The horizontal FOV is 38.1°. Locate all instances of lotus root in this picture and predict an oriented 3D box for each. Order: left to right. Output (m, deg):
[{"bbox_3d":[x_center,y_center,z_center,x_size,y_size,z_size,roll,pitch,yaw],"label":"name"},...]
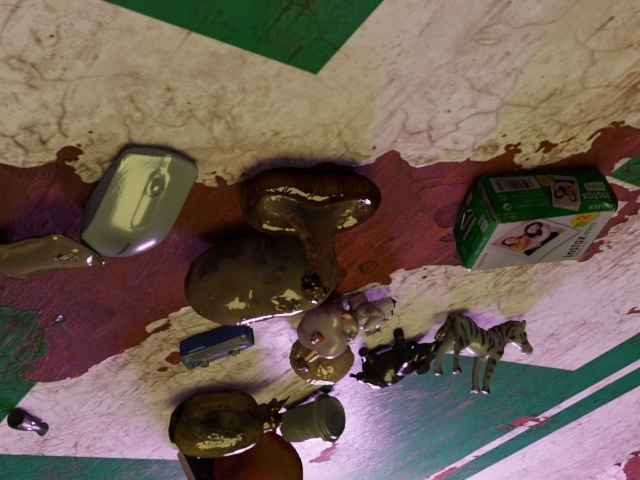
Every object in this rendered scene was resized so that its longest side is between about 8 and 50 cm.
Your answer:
[{"bbox_3d":[-0.199,0.407,2.061,0.278,0.154,0.154,-9,149,-9],"label":"lotus root"}]

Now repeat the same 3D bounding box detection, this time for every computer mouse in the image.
[{"bbox_3d":[-0.272,-0.047,1.369,0.128,0.079,0.231,7,140,-35],"label":"computer mouse"}]

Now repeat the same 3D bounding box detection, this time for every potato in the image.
[{"bbox_3d":[-0.097,0.061,1.542,0.262,0.165,0.165,-10,150,12],"label":"potato"}]

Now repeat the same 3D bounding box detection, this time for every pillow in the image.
[{"bbox_3d":[-0.441,0.026,1.419,0.217,0.033,0.130,-9,151,26],"label":"pillow"}]

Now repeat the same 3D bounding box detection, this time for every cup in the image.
[{"bbox_3d":[-0.023,0.432,2.224,0.141,0.120,0.120,-14,152,29],"label":"cup"}]

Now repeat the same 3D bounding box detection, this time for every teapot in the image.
[{"bbox_3d":[-0.619,0.391,1.975,0.042,0.043,0.111,-19,153,9],"label":"teapot"}]

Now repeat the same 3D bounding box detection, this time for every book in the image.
[{"bbox_3d":[-0.233,0.630,2.376,0.025,0.191,0.269,-49,138,14],"label":"book"}]

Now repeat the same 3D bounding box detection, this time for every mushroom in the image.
[{"bbox_3d":[0.000,0.000,1.409,0.227,0.218,0.148,-4,147,-16],"label":"mushroom"}]

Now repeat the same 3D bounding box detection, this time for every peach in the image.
[{"bbox_3d":[-0.150,0.572,2.278,0.231,0.231,0.231,-10,149,-6],"label":"peach"}]

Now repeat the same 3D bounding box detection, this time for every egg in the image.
[{"bbox_3d":[0.005,0.241,1.915,0.140,0.118,0.116,5,105,-14],"label":"egg"}]

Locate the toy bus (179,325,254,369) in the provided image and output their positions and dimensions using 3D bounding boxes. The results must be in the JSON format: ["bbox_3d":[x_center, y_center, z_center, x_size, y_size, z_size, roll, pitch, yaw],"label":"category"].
[{"bbox_3d":[-0.206,0.206,1.830,0.153,0.051,0.061,-20,136,10],"label":"toy bus"}]

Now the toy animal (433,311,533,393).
[{"bbox_3d":[0.350,0.249,2.017,0.255,0.170,0.090,11,165,-37],"label":"toy animal"}]

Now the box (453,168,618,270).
[{"bbox_3d":[0.369,-0.038,1.611,0.250,0.103,0.180,-5,149,-14],"label":"box"}]

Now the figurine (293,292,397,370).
[{"bbox_3d":[0.040,0.164,1.808,0.229,0.112,0.137,-21,159,-14],"label":"figurine"}]

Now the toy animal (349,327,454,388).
[{"bbox_3d":[0.190,0.252,2.036,0.269,0.082,0.137,-22,151,6],"label":"toy animal"}]
